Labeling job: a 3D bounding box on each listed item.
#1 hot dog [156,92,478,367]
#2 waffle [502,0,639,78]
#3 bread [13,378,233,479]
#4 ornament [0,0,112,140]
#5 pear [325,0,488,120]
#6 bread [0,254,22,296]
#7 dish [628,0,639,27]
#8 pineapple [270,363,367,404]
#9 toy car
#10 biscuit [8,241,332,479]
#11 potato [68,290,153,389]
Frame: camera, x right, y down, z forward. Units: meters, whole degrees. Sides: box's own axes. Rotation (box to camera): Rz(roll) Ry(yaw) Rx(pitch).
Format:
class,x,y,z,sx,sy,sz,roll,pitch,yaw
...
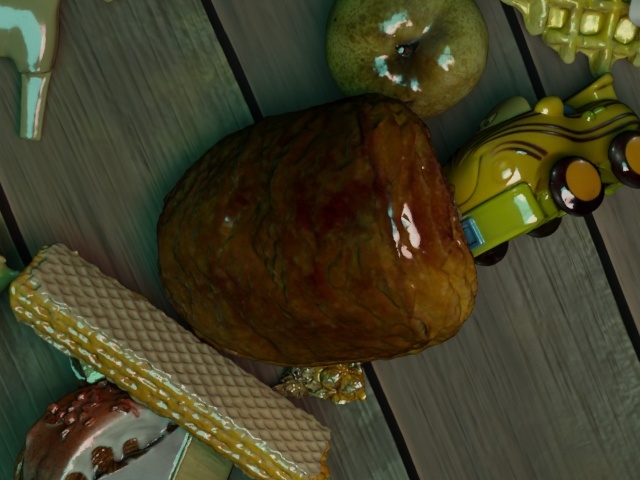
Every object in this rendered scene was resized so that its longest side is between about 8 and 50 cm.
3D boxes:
class,x,y,z,sx,sy,sz,roll,pitch,yaw
hot dog,0.000,0.000,1.628,0.174,0.387,0.267,-15,92,-43
waffle,0.292,-0.308,1.684,0.250,0.056,0.261,-36,103,5
bread,-0.211,0.252,1.717,0.212,0.142,0.224,23,90,-35
ornament,-0.324,-0.223,1.691,0.230,0.061,0.245,9,103,-4
pear,0.084,-0.199,1.660,0.167,0.136,0.167,3,111,9
bread,-0.490,0.125,1.690,0.236,0.183,0.389,32,98,-8
dish,0.437,-0.259,1.651,0.234,0.064,0.154,9,109,-26
pineapple,0.000,0.140,1.765,0.114,0.077,0.114,-23,65,14
toy car,0.218,-0.078,1.645,0.248,0.200,0.142,-23,85,-35
biscuit,-0.144,0.138,1.663,0.378,0.094,0.054,35,121,-3
potato,-0.217,0.099,1.745,0.103,0.066,0.096,-16,86,4
